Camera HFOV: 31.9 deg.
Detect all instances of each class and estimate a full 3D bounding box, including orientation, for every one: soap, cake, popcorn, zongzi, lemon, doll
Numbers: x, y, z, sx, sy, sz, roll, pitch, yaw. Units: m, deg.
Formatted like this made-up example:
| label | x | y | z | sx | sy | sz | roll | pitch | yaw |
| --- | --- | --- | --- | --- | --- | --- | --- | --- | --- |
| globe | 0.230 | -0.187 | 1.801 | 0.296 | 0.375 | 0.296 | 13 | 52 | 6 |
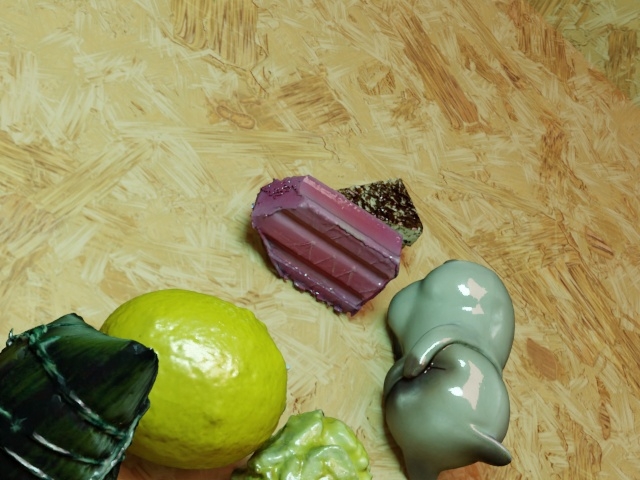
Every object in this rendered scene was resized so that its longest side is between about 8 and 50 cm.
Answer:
| label | x | y | z | sx | sy | sz | roll | pitch | yaw |
| --- | --- | --- | --- | --- | --- | --- | --- | --- | --- |
| soap | 0.000 | 0.000 | 1.806 | 0.250 | 0.162 | 0.099 | 33 | 42 | -20 |
| cake | 0.046 | -0.062 | 1.943 | 0.246 | 0.112 | 0.135 | 16 | 47 | -30 |
| popcorn | -0.024 | 0.323 | 1.527 | 0.185 | 0.188 | 0.167 | -84 | 162 | -55 |
| zongzi | -0.303 | 0.290 | 1.246 | 0.383 | 0.319 | 0.362 | -42 | 106 | -12 |
| lemon | -0.174 | 0.179 | 1.452 | 0.288 | 0.233 | 0.233 | 18 | 47 | -16 |
| doll | 0.208 | 0.195 | 1.809 | 0.226 | 0.215 | 0.370 | 51 | 34 | -25 |

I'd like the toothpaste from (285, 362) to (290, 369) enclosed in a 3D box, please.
| label | x | y | z | sx | sy | sz | roll | pitch | yaw |
| --- | --- | --- | --- | --- | --- | --- | --- | --- | --- |
| toothpaste | -0.081 | 0.186 | 1.696 | 0.083 | 0.019 | 0.027 | 16 | 74 | -33 |
